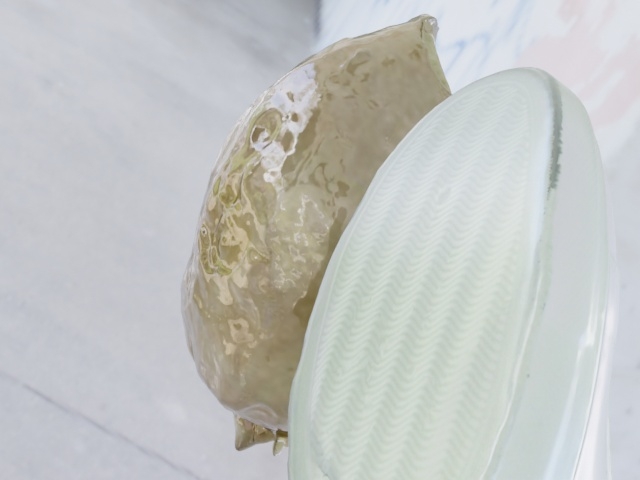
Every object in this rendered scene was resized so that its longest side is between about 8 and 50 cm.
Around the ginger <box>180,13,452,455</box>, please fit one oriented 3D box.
[{"bbox_3d":[0.000,0.000,0.713,0.152,0.267,0.138,26,12,-39],"label":"ginger"}]

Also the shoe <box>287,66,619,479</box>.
[{"bbox_3d":[0.067,0.121,0.478,0.160,0.363,0.132,30,-23,-32],"label":"shoe"}]
